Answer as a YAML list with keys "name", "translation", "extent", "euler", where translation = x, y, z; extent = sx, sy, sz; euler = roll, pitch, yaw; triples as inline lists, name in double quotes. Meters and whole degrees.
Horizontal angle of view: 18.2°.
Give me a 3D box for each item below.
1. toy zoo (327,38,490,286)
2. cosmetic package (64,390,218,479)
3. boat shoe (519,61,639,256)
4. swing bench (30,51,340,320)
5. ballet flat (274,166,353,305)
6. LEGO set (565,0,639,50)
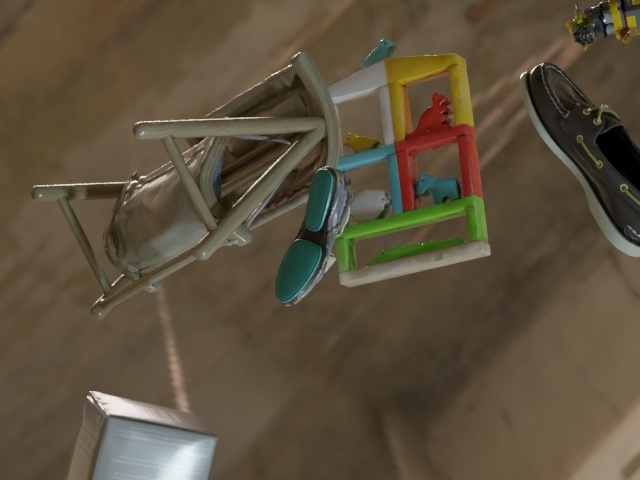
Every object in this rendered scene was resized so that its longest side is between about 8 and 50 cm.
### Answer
- name: "toy zoo"
  translation: [0.096, -0.105, 2.402]
  extent: [0.192, 0.030, 0.293]
  euler: [-13, -106, 26]
- name: "cosmetic package"
  translation: [-0.201, 0.290, 2.047]
  extent: [0.107, 0.127, 0.238]
  euler: [31, -75, 67]
- name: "boat shoe"
  translation: [0.283, -0.095, 2.005]
  extent: [0.069, 0.081, 0.228]
  euler: [-45, -113, 37]
- name: "swing bench"
  translation: [-0.132, -0.060, 2.180]
  extent: [0.254, 0.165, 0.253]
  euler: [-26, 180, -38]
- name: "ballet flat"
  translation: [0.000, 0.000, 1.562]
  extent: [0.041, 0.041, 0.114]
  euler: [26, -83, 63]
- name: "LEGO set"
  translation: [0.193, -0.321, 1.706]
  extent: [0.192, 0.331, 0.255]
  euler: [-11, -130, 10]
